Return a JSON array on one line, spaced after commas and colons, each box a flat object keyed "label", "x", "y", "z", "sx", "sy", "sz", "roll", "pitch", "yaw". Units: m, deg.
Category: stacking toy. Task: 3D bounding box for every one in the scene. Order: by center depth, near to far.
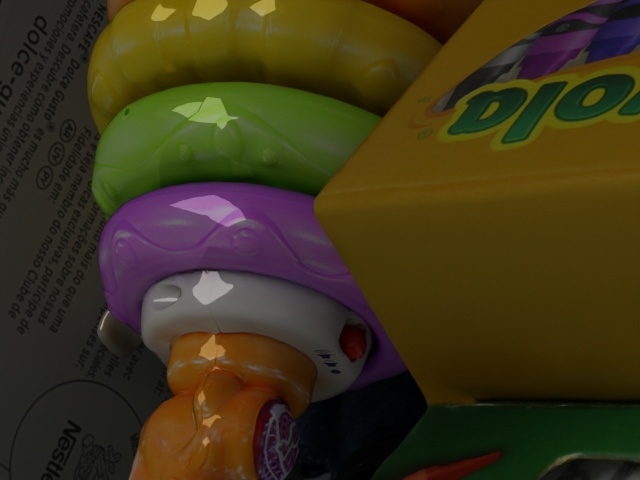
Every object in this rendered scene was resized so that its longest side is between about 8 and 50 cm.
[{"label": "stacking toy", "x": -0.014, "y": -0.015, "z": 0.587, "sx": 0.165, "sy": 0.175, "sz": 0.302, "roll": 2, "pitch": 61, "yaw": 17}]

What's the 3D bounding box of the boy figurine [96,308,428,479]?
[{"label": "boy figurine", "x": 0.000, "y": 0.000, "z": 0.719, "sx": 0.177, "sy": 0.092, "sz": 0.285, "roll": -17, "pitch": 43, "yaw": 15}]

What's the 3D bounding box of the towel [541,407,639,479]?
[{"label": "towel", "x": 0.041, "y": 0.180, "z": 0.496, "sx": 0.284, "sy": 0.121, "sz": 0.235, "roll": -46, "pitch": 26, "yaw": 1}]

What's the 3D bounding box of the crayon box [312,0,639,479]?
[{"label": "crayon box", "x": 0.140, "y": -0.051, "z": 0.509, "sx": 0.202, "sy": 0.081, "sz": 0.318, "roll": -4, "pitch": 36, "yaw": 43}]

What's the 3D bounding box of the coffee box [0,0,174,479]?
[{"label": "coffee box", "x": -0.268, "y": 0.039, "z": 0.793, "sx": 0.337, "sy": 0.334, "sz": 0.338, "roll": -9, "pitch": 50, "yaw": 46}]
